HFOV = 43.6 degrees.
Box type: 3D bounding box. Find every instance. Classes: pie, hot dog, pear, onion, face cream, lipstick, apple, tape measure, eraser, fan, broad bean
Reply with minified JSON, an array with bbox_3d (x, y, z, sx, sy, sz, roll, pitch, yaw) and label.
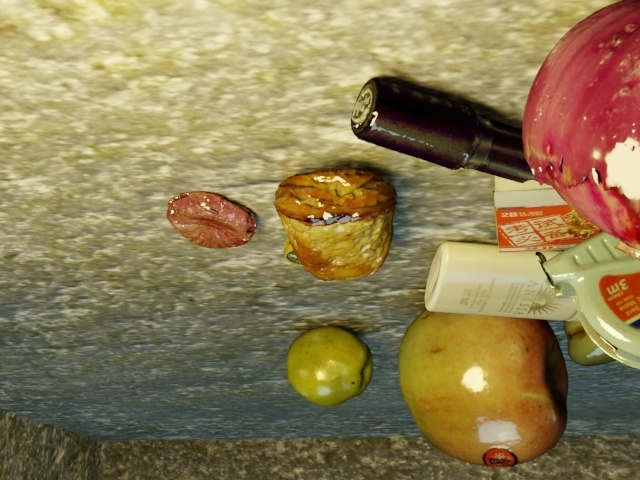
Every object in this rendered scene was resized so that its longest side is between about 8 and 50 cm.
[{"bbox_3d":[-0.176,-0.030,1.281,0.154,0.038,0.153,4,155,2],"label":"pie"},{"bbox_3d":[0.024,-0.030,1.172,0.175,0.114,0.259,-3,159,2],"label":"hot dog"},{"bbox_3d":[0.020,0.287,1.820,0.198,0.198,0.198,2,157,1],"label":"pear"},{"bbox_3d":[0.373,-0.110,0.747,0.358,0.344,0.358,11,169,2],"label":"onion"},{"bbox_3d":[0.367,0.077,1.398,0.349,0.081,0.173,5,140,-4],"label":"face cream"},{"bbox_3d":[0.178,-0.121,0.972,0.300,0.081,0.081,14,155,-23],"label":"lipstick"},{"bbox_3d":[0.312,0.274,1.566,0.305,0.338,0.338,-12,153,25],"label":"apple"},{"bbox_3d":[0.479,0.068,1.155,0.243,0.246,0.125,-30,154,6],"label":"tape measure"},{"bbox_3d":[0.340,-0.041,1.193,0.157,0.038,0.230,-4,156,13],"label":"eraser"},{"bbox_3d":[0.000,0.000,1.331,0.082,0.039,0.155,17,152,-29],"label":"fan"},{"bbox_3d":[0.616,0.173,1.599,0.263,0.121,0.189,-6,155,-18],"label":"broad bean"}]

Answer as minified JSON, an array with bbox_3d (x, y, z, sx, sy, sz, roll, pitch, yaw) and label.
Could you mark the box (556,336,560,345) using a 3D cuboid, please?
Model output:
[{"bbox_3d":[0.532,0.279,1.910,0.041,0.049,0.207,-3,157,3],"label":"box"}]
